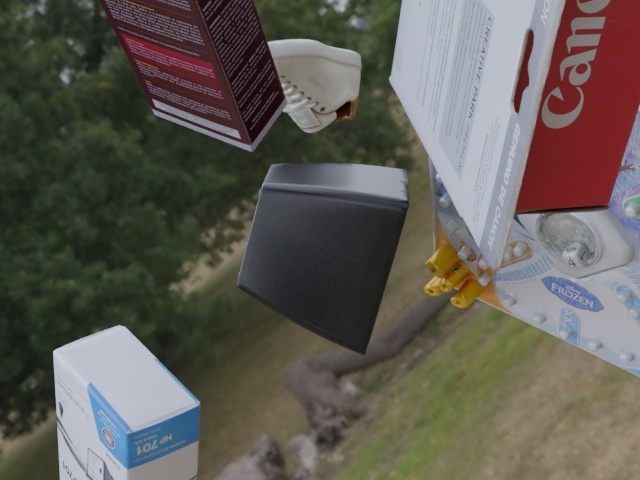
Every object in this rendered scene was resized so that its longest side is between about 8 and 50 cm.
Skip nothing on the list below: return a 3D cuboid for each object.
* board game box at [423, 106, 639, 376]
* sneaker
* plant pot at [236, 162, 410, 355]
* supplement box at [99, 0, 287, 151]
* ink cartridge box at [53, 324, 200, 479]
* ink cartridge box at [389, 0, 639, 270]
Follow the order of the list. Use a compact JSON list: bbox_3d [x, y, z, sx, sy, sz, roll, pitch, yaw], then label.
[{"bbox_3d":[0.272,-0.003,1.254,0.050,0.390,0.390,-44,-36,-30],"label":"board game box"},{"bbox_3d":[-0.029,-0.219,1.628,0.106,0.123,0.290,-1,1,37],"label":"sneaker"},{"bbox_3d":[0.000,0.000,1.344,0.187,0.167,0.188,-81,7,-74],"label":"plant pot"},{"bbox_3d":[-0.124,-0.198,1.065,0.073,0.130,0.239,-57,-26,-23],"label":"supplement box"},{"bbox_3d":[-0.184,0.200,1.078,0.082,0.139,0.191,-18,-51,-35],"label":"ink cartridge box"},{"bbox_3d":[0.161,-0.177,0.812,0.272,0.130,0.309,-109,19,-47],"label":"ink cartridge box"}]
